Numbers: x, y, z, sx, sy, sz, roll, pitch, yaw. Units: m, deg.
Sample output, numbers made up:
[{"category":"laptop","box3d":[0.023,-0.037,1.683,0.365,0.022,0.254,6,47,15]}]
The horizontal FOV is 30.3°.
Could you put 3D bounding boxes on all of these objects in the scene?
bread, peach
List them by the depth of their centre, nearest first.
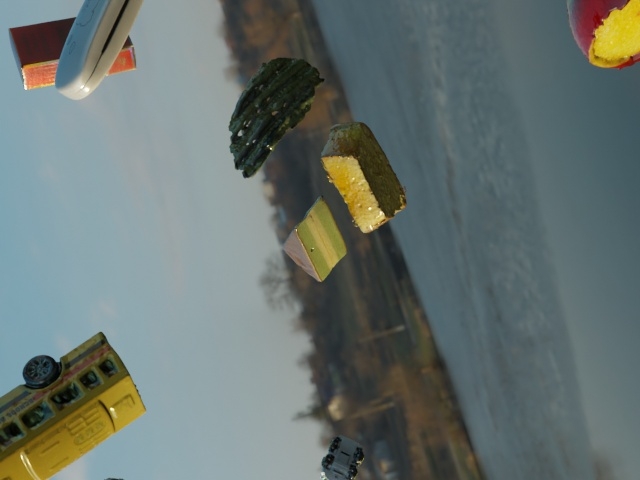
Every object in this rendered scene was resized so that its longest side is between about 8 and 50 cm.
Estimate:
[{"category":"bread","box3d":[0.001,-0.001,1.787,0.084,0.074,0.139,41,163,2]},{"category":"bread","box3d":[0.071,-0.093,1.821,0.187,0.065,0.103,63,-148,-26]},{"category":"peach","box3d":[0.475,-0.372,1.833,0.190,0.196,0.226,-26,-60,-54]}]

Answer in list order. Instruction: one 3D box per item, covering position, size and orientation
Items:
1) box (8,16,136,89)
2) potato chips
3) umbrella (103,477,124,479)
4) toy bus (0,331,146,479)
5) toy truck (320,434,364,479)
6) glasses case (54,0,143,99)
[{"category":"box","box3d":[-0.381,-0.294,1.818,0.112,0.175,0.048,-118,21,-43]},{"category":"potato chips","box3d":[-0.073,-0.173,1.596,0.092,0.207,0.028,35,154,0]},{"category":"umbrella","box3d":[-0.316,0.425,1.758,0.062,0.067,0.144,16,-99,-47]},{"category":"toy bus","box3d":[-0.406,0.268,1.607,0.123,0.335,0.121,41,157,36]},{"category":"toy truck","box3d":[0.036,0.456,2.382,0.111,0.076,0.077,-62,0,-40]},{"category":"glasses case","box3d":[-0.237,-0.244,1.303,0.049,0.193,0.074,29,167,-34]}]
